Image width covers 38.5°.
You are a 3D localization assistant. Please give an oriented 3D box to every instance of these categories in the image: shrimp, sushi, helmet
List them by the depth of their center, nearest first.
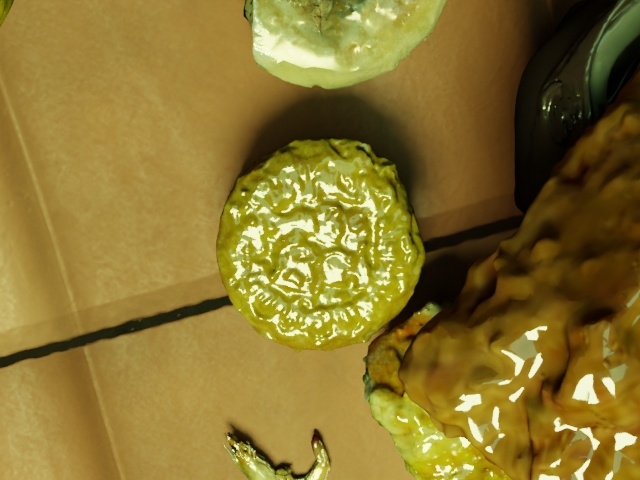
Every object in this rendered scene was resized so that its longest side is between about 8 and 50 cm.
[{"bbox_3d":[0.260,-0.099,0.748,0.225,0.177,0.305,-7,111,-17],"label":"helmet"},{"bbox_3d":[0.145,0.170,0.811,0.139,0.184,0.274,-32,109,7],"label":"sushi"},{"bbox_3d":[-0.039,0.208,0.886,0.083,0.023,0.114,-42,107,3],"label":"shrimp"}]

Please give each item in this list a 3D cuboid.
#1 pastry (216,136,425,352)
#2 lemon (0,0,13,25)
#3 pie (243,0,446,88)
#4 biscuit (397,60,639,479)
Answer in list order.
[{"bbox_3d":[0.000,0.000,0.799,0.189,0.103,0.188,-1,102,-4],"label":"pastry"},{"bbox_3d":[-0.384,-0.201,0.605,0.387,0.350,0.349,-1,103,-4],"label":"lemon"},{"bbox_3d":[0.024,-0.239,0.774,0.185,0.052,0.218,-5,105,-8],"label":"pie"},{"bbox_3d":[0.299,0.044,0.628,0.343,0.166,0.395,36,93,-31],"label":"biscuit"}]
